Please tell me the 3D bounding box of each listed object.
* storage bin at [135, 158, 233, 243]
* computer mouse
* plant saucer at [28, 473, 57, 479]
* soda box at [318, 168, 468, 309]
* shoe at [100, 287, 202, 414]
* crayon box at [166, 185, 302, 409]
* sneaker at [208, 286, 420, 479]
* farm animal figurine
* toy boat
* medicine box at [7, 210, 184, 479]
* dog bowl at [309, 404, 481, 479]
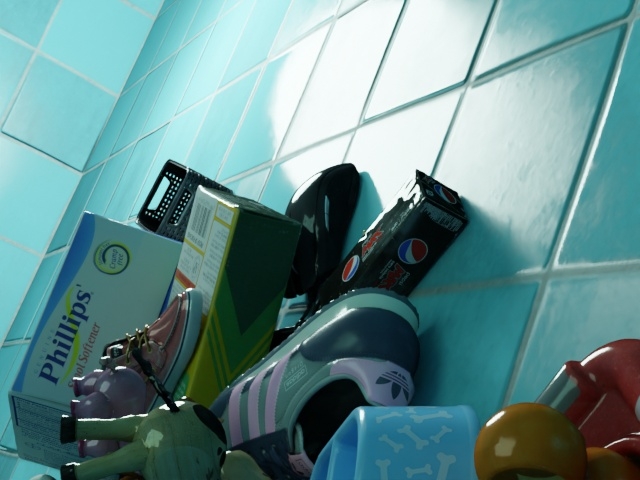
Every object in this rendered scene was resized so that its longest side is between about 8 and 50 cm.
[{"bbox_3d":[-0.219,-0.052,1.783,0.122,0.084,0.180,-63,20,-1],"label":"storage bin"},{"bbox_3d":[0.000,0.000,1.249,0.184,0.060,0.262,-31,37,55],"label":"computer mouse"},{"bbox_3d":[-0.416,0.521,1.513,0.400,0.101,0.400,-48,25,31],"label":"plant saucer"},{"bbox_3d":[0.068,0.017,1.082,0.169,0.053,0.060,-52,23,23],"label":"soda box"},{"bbox_3d":[-0.192,0.121,1.238,0.063,0.081,0.178,-106,36,-53],"label":"shoe"},{"bbox_3d":[-0.126,0.111,1.309,0.203,0.083,0.322,-152,77,-69],"label":"crayon box"},{"bbox_3d":[-0.029,0.179,1.027,0.319,0.112,0.131,-49,22,33],"label":"sneaker"},{"bbox_3d":[-0.095,0.252,0.904,0.330,0.172,0.326,121,143,-80],"label":"farm animal figurine"},{"bbox_3d":[0.149,0.138,0.610,0.151,0.151,0.231,-56,22,16],"label":"toy boat"},{"bbox_3d":[-0.296,0.152,1.503,0.289,0.149,0.263,114,173,-61],"label":"medicine box"},{"bbox_3d":[0.033,0.203,0.763,0.297,0.074,0.165,111,170,-67],"label":"dog bowl"}]
